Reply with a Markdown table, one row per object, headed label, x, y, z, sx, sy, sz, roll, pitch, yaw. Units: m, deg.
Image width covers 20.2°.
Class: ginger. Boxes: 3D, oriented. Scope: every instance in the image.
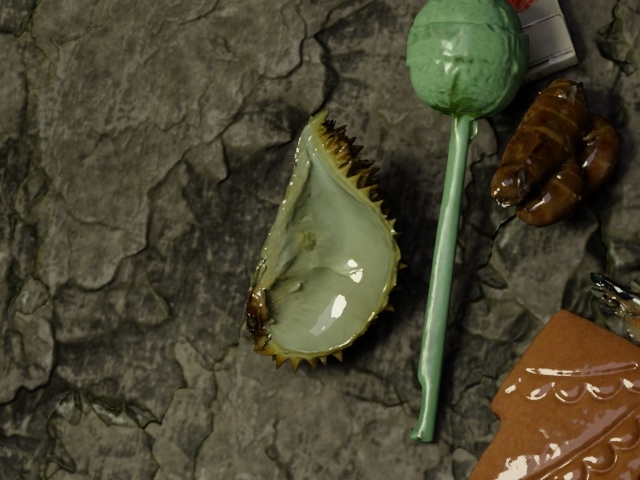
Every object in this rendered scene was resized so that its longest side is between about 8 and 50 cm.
| label | x | y | z | sx | sy | sz | roll | pitch | yaw |
| --- | --- | --- | --- | --- | --- | --- | --- | --- | --- |
| ginger | 0.221 | -0.071 | 1.702 | 0.162 | 0.103 | 0.073 | -53 | 16 | -28 |

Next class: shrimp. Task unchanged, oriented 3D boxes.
| label | x | y | z | sx | sy | sz | roll | pitch | yaw |
| --- | --- | --- | --- | --- | --- | --- | --- | --- | --- |
| shrimp | 0.353 | 0.048 | 1.623 | 0.219 | 0.046 | 0.152 | 25 | 81 | 24 |

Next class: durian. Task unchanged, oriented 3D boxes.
| label | x | y | z | sx | sy | sz | roll | pitch | yaw |
| --- | --- | --- | --- | --- | --- | --- | --- | --- | --- |
| durian | 0.000 | 0.000 | 1.724 | 0.252 | 0.139 | 0.144 | -64 | 30 | 18 |

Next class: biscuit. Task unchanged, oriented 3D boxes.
| label | x | y | z | sx | sy | sz | roll | pitch | yaw |
| --- | --- | --- | --- | --- | --- | --- | --- | --- | --- |
| biscuit | 0.243 | 0.202 | 1.607 | 0.284 | 0.043 | 0.306 | -17 | 64 | 15 |

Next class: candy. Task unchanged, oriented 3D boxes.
| label | x | y | z | sx | sy | sz | roll | pitch | yaw |
| --- | --- | --- | --- | --- | --- | --- | --- | --- | --- |
| candy | 0.126 | -0.027 | 1.710 | 0.119 | 0.119 | 0.440 | 3 | 82 | 23 |

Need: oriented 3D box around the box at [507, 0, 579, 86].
| label | x | y | z | sx | sy | sz | roll | pitch | yaw |
| --- | --- | --- | --- | --- | --- | --- | --- | --- | --- |
| box | 0.184 | -0.245 | 1.820 | 0.109 | 0.029 | 0.198 | -21 | 62 | 13 |
